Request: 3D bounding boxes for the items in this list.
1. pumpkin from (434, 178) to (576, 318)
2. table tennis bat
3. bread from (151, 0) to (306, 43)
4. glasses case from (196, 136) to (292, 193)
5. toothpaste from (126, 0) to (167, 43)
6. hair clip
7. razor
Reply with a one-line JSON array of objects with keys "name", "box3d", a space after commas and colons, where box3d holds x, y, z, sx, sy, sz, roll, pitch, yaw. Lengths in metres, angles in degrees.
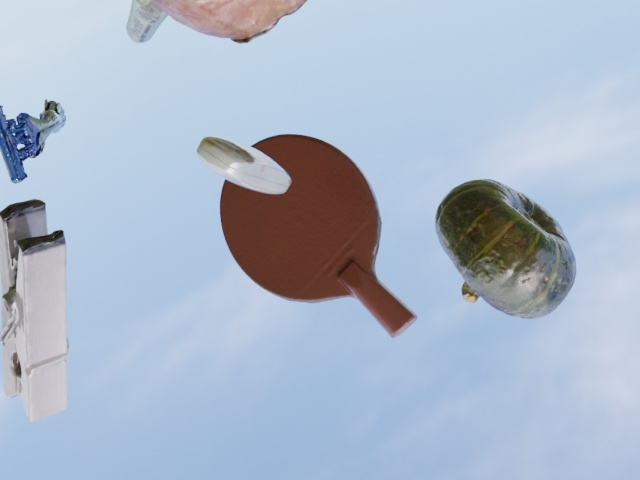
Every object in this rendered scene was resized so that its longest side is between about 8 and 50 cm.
[{"name": "pumpkin", "box3d": [0.300, 0.026, 2.528, 0.189, 0.260, 0.260, -52, -166, 18]}, {"name": "table tennis bat", "box3d": [0.000, 0.000, 1.907, 0.200, 0.310, 0.038, -47, 167, 13]}, {"name": "bread", "box3d": [-0.121, -0.331, 1.709, 0.190, 0.123, 0.244, -46, -135, -3]}, {"name": "glasses case", "box3d": [-0.084, -0.083, 1.701, 0.041, 0.063, 0.164, -57, 157, 9]}, {"name": "toothpaste", "box3d": [-0.278, -0.355, 2.412, 0.037, 0.067, 0.255, -54, -173, -15]}, {"name": "hair clip", "box3d": [-0.399, 0.103, 2.101, 0.085, 0.331, 0.101, -21, -134, -35]}, {"name": "razor", "box3d": [-0.349, -0.146, 1.919, 0.056, 0.093, 0.324, -16, -169, 4]}]
